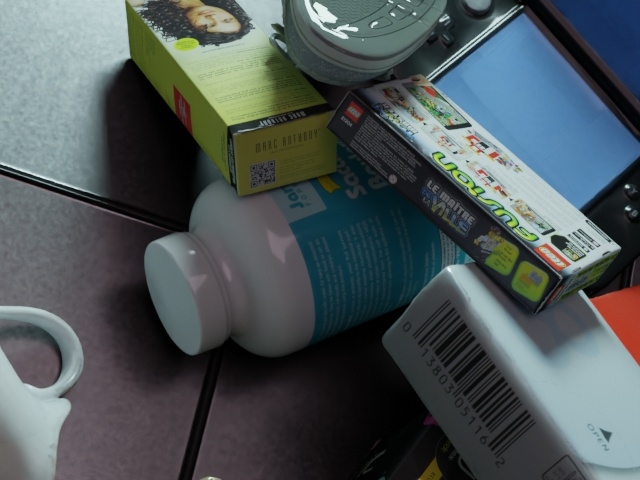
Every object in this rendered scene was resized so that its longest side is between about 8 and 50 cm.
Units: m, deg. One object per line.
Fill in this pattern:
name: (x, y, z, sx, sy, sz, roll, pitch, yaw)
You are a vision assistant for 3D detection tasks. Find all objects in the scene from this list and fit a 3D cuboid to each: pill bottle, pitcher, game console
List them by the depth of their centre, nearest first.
pitcher: (-0.268, 0.085, 1.268, 0.207, 0.125, 0.178, 41, 41, -23)
pill bottle: (0.000, 0.000, 1.378, 0.264, 0.146, 0.146, -22, 79, -25)
game console: (0.236, -0.148, 1.500, 0.250, 0.173, 0.293, -40, 86, -27)

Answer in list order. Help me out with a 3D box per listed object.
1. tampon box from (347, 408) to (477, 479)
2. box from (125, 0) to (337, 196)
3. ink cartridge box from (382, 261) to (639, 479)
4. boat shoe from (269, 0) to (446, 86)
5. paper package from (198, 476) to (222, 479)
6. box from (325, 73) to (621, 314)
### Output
tampon box: (0.075, 0.205, 1.320, 0.101, 0.161, 0.120, 40, 63, -1)
box: (-0.073, -0.123, 1.375, 0.087, 0.058, 0.232, -16, 39, -21)
ink cartridge box: (0.261, 0.145, 1.323, 0.385, 0.091, 0.308, -8, 56, -50)
boat shoe: (0.026, -0.184, 1.387, 0.118, 0.103, 0.320, 22, 27, -7)
paper package: (-0.107, 0.377, 1.193, 0.309, 0.168, 0.325, 47, 63, 1)
box: (0.112, -0.039, 1.287, 0.207, 0.036, 0.114, 43, 29, 17)
